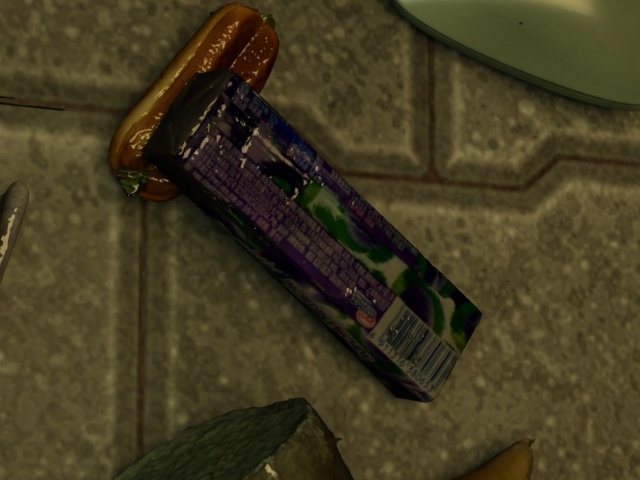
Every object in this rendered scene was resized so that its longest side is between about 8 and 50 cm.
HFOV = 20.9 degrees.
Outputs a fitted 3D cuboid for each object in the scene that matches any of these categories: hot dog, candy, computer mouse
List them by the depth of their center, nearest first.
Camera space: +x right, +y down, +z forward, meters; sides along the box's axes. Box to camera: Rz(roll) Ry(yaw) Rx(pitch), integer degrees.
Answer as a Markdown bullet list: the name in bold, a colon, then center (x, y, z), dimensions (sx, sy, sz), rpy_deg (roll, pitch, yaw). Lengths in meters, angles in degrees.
- **hot dog**: center (-0.097, -0.103, 1.301), dimensions (0.072, 0.055, 0.188), rpy_deg (48, 68, -29)
- **candy**: center (0.000, 0.000, 1.303), dimensions (0.312, 0.061, 0.088), rpy_deg (45, 69, -28)
- **computer mouse**: center (0.194, -0.210, 1.441), dimensions (0.288, 0.097, 0.159), rpy_deg (24, 75, -22)

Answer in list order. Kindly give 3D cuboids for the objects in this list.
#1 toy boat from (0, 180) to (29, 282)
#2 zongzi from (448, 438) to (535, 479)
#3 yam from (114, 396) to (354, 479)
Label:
- **toy boat**: center (-0.329, 0.106, 1.141), dimensions (0.276, 0.111, 0.293), rpy_deg (2, 68, -21)
- **zongzi**: center (0.131, 0.268, 1.346), dimensions (0.197, 0.099, 0.194), rpy_deg (-26, 95, -34)
- **yam**: center (-0.018, 0.298, 1.190), dimensions (0.241, 0.241, 0.348), rpy_deg (-29, 94, -27)
